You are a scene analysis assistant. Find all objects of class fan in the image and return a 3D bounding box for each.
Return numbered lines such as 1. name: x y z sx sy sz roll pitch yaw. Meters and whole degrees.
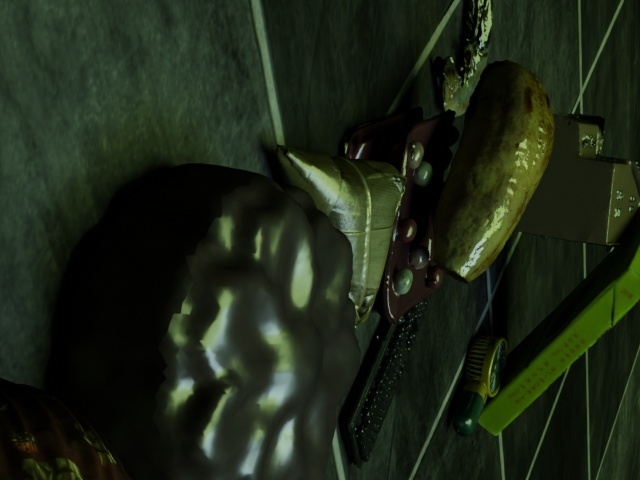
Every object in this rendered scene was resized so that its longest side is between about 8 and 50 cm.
1. fan: 0.206 0.191 1.978 0.082 0.039 0.155 79 30 -44

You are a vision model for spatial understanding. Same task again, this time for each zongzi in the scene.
1. zongzi: 0.000 0.000 1.337 0.176 0.078 0.160 2 97 -59

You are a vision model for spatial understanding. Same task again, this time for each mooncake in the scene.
1. mooncake: -0.071 0.084 1.097 0.283 0.141 0.283 7 90 -67

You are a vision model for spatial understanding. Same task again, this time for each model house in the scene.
1. model house: 0.358 -0.083 2.045 0.248 0.181 0.176 0 99 -64

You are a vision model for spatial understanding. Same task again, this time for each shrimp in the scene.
1. shrimp: 0.163 -0.235 1.709 0.148 0.035 0.195 -25 123 -62

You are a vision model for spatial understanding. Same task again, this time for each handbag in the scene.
1. handbag: 0.086 -0.027 1.536 0.216 0.074 0.203 -25 122 -65

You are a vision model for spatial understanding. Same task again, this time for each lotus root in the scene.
1. lotus root: 0.180 -0.070 1.538 0.110 0.097 0.258 65 41 -62

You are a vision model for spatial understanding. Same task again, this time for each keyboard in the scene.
1. keyboard: 0.074 0.134 1.639 0.094 0.025 0.230 78 30 -49

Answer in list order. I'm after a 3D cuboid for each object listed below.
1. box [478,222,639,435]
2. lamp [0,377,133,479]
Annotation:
1. box: 0.345 0.112 2.030 0.335 0.047 0.187 -51 178 34
2. lamp: -0.177 0.183 0.734 0.247 0.247 0.247 9 90 -69
